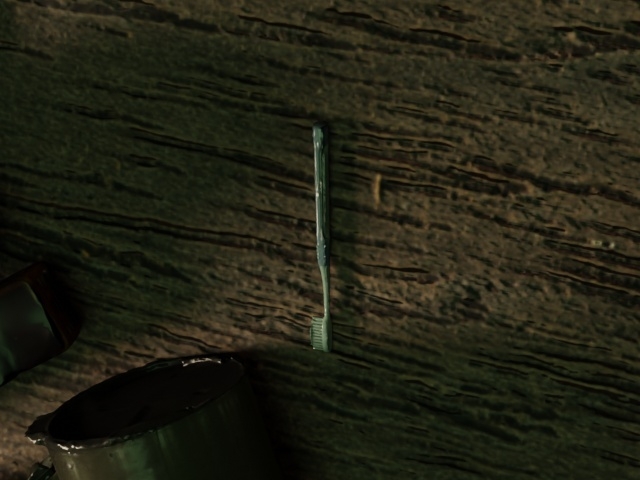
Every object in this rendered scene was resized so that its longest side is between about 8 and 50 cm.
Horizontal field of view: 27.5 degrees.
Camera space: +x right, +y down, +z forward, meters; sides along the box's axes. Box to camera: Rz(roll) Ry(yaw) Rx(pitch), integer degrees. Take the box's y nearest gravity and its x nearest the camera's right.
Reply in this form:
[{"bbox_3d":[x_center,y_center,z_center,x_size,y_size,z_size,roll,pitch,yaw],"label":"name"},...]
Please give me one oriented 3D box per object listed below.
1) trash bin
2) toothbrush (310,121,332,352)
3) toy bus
[{"bbox_3d":[-0.113,0.274,1.213,0.252,0.203,0.302,-19,101,1],"label":"trash bin"},{"bbox_3d":[0.000,0.000,1.193,0.019,0.016,0.220,7,110,22],"label":"toothbrush"},{"bbox_3d":[-0.416,0.141,1.305,0.408,0.092,0.093,-26,101,20],"label":"toy bus"}]
